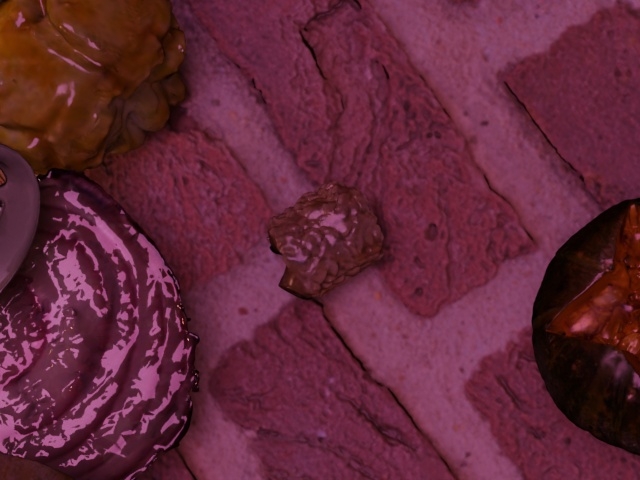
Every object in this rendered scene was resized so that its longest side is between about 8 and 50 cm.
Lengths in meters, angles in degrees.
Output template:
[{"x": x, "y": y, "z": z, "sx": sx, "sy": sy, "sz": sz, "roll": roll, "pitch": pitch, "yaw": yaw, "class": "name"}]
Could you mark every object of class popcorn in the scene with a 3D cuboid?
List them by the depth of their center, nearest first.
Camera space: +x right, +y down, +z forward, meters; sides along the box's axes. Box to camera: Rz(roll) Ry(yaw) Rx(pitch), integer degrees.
[{"x": -0.238, "y": -0.170, "z": 1.578, "sx": 0.221, "sy": 0.184, "sz": 0.204, "roll": -41, "pitch": 71, "yaw": 4, "class": "popcorn"}]

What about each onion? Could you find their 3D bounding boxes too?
[{"x": -0.268, "y": 0.117, "z": 1.572, "sx": 0.314, "sy": 0.146, "sz": 0.280, "roll": -38, "pitch": 92, "yaw": -5, "class": "onion"}]

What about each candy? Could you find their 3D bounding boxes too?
[{"x": 0.000, "y": 0.000, "z": 1.568, "sx": 0.110, "sy": 0.085, "sz": 0.095, "roll": -27, "pitch": 88, "yaw": -6, "class": "candy"}]

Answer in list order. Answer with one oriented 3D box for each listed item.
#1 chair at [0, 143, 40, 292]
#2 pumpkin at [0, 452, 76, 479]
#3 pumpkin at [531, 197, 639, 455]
[{"x": -0.411, "y": -0.046, "z": 1.475, "sx": 0.275, "sy": 0.190, "sz": 0.203, "roll": 34, "pitch": 70, "yaw": -25, "class": "chair"}, {"x": -0.363, "y": 0.306, "z": 1.434, "sx": 0.332, "sy": 0.332, "sz": 0.199, "roll": 2, "pitch": 59, "yaw": 10, "class": "pumpkin"}, {"x": 0.300, "y": 0.078, "z": 1.461, "sx": 0.238, "sy": 0.159, "sz": 0.238, "roll": -9, "pitch": 60, "yaw": 17, "class": "pumpkin"}]
